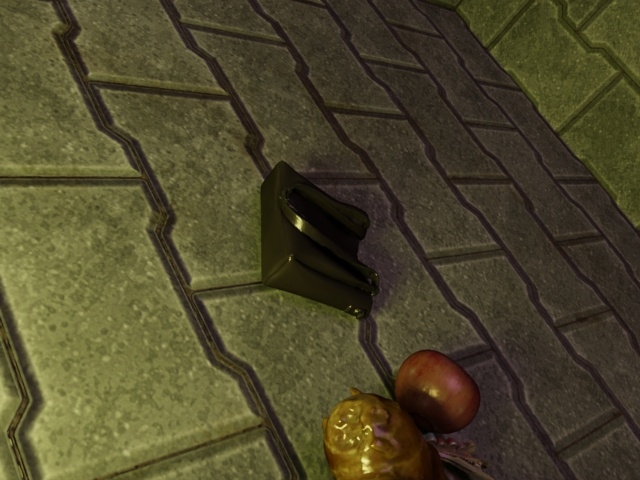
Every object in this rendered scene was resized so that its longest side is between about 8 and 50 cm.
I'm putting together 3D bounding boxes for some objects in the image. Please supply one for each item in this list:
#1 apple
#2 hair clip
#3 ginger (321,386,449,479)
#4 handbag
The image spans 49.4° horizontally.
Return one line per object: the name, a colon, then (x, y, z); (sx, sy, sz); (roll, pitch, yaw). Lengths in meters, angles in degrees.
apple: (0.202, 0.268, 1.221); (0.153, 0.153, 0.120); (41, 72, 0)
hair clip: (0.219, 0.367, 1.204); (0.214, 0.062, 0.056); (27, 26, -22)
ginger: (0.112, 0.405, 0.992); (0.274, 0.152, 0.357); (49, 26, -47)
handbag: (0.000, 0.000, 1.352); (0.257, 0.113, 0.285); (28, 36, -30)
